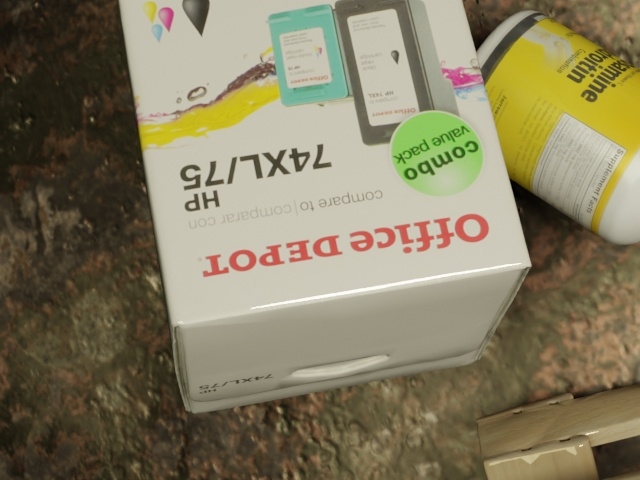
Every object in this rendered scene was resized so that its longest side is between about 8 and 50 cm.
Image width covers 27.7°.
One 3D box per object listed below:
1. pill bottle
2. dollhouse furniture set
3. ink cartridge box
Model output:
[{"bbox_3d":[0.181,-0.062,0.827,0.184,0.103,0.103,35,110,20],"label":"pill bottle"},{"bbox_3d":[0.238,0.275,0.797,0.198,0.286,0.303,-15,106,7],"label":"dollhouse furniture set"},{"bbox_3d":[-0.011,-0.058,0.800,0.198,0.197,0.270,-10,70,-7],"label":"ink cartridge box"}]
